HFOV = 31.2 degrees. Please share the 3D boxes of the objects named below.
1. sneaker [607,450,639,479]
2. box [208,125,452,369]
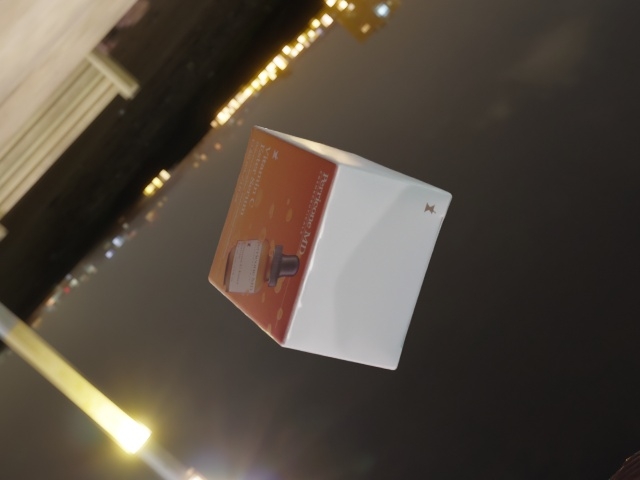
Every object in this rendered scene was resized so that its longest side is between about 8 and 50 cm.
[{"bbox_3d":[0.169,0.204,0.342,0.112,0.131,0.319,-34,-144,21],"label":"sneaker"},{"bbox_3d":[0.000,0.000,0.828,0.170,0.091,0.130,30,-76,64],"label":"box"}]
